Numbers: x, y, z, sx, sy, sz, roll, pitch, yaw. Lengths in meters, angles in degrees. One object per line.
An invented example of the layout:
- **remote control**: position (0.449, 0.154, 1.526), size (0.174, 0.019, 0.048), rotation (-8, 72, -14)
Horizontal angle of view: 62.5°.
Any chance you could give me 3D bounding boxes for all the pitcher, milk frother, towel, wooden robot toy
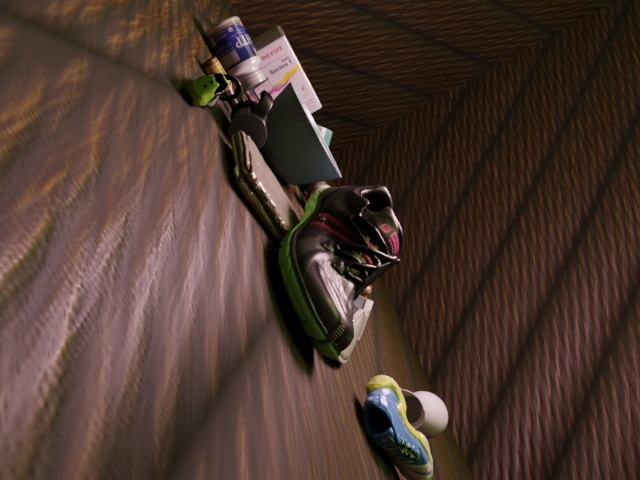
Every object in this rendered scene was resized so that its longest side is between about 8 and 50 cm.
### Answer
- **pitcher**: position (0.260, 0.462, 1.476), size (0.207, 0.125, 0.178), rotation (36, 10, -50)
- **milk frother**: position (-0.182, -0.283, 1.158), size (0.143, 0.129, 0.135), rotation (15, 24, -14)
- **towel**: position (-0.103, -0.078, 1.094), size (0.282, 0.049, 0.187), rotation (58, 10, -38)
- **wooden robot toy**: position (0.129, 0.158, 1.738), size (0.173, 0.078, 0.076), rotation (59, 8, -30)

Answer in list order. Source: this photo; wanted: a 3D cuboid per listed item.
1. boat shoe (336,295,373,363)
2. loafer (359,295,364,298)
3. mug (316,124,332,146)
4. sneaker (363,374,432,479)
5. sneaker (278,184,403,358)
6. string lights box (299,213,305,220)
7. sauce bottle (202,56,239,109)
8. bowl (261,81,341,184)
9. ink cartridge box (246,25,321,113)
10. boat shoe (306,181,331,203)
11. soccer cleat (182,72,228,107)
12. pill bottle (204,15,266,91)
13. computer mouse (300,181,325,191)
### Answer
- **boat shoe**: position (0.041, 0.175, 1.128), size (0.098, 0.117, 0.319), rotation (20, 9, 11)
- **loafer**: position (0.127, 0.213, 1.675), size (0.125, 0.045, 0.039), rotation (57, 15, -55)
- **mug**: position (-0.024, -0.340, 1.829), size (0.157, 0.098, 0.129), rotation (15, 2, -40)
- **sneaker**: position (0.141, 0.395, 1.042), size (0.240, 0.091, 0.126), rotation (63, 26, 0)
- **sneaker**: position (0.053, 0.015, 1.015), size (0.483, 0.202, 0.185), rotation (-76, 145, -53)
- **string lights box**: position (0.000, 0.000, 1.407), size (0.134, 0.076, 0.259), rotation (65, 8, 4)
- **sauce bottle**: position (-0.231, -0.371, 1.256), size (0.128, 0.042, 0.042), rotation (57, 9, -26)
- **bowl**: position (-0.079, -0.288, 1.552), size (0.312, 0.163, 0.311), rotation (62, 7, -14)
- **ink cartridge box**: position (-0.151, -0.530, 1.759), size (0.278, 0.201, 0.117), rotation (57, 9, -37)
- **boat shoe**: position (0.008, -0.126, 1.795), size (0.097, 0.116, 0.324), rotation (61, 2, 24)
- **soccer cleat**: position (-0.208, -0.290, 1.010), size (0.060, 0.072, 0.179), rotation (61, 8, -17)
- **pill bottle**: position (-0.236, -0.525, 1.504), size (0.187, 0.111, 0.112), rotation (61, 7, -14)
- **computer mouse**: position (-0.073, -0.253, 1.880), size (0.272, 0.072, 0.188), rotation (50, 10, 0)
